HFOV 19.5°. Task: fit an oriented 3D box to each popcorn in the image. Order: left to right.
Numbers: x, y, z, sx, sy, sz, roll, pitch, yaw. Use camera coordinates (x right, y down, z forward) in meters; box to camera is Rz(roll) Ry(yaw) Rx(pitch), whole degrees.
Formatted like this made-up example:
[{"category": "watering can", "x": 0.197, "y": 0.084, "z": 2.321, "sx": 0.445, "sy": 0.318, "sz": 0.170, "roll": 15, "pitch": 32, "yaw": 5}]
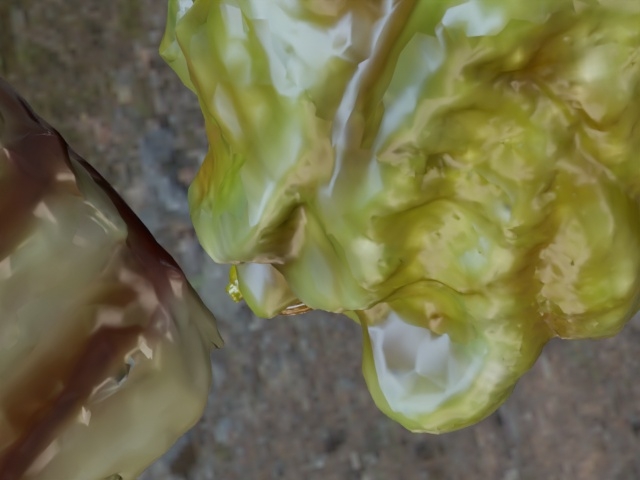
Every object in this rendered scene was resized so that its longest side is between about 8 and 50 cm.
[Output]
[{"category": "popcorn", "x": 0.099, "y": -0.074, "z": 0.740, "sx": 0.326, "sy": 0.290, "sz": 0.321, "roll": 36, "pitch": 151, "yaw": -2}]

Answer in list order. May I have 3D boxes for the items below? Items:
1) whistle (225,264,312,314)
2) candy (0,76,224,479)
[{"category": "whistle", "x": 0.002, "y": 0.001, "z": 0.971, "sx": 0.057, "sy": 0.109, "sz": 0.046, "roll": 41, "pitch": 168, "yaw": 14}, {"category": "candy", "x": -0.186, "y": 0.072, "z": 0.475, "sx": 0.179, "sy": 0.320, "sz": 0.135, "roll": 36, "pitch": 174, "yaw": 47}]
